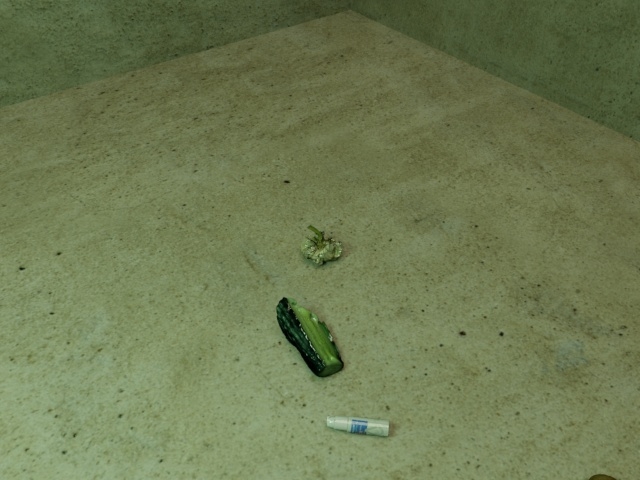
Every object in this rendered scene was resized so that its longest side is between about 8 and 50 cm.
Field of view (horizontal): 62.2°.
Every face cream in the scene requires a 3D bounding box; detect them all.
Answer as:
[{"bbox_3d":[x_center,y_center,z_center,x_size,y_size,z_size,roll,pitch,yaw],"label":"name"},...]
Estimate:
[{"bbox_3d":[0.077,0.385,1.108,0.130,0.034,0.034,6,43,3],"label":"face cream"}]

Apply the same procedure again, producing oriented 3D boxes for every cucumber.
[{"bbox_3d":[-0.029,0.230,1.236,0.085,0.115,0.193,-48,57,11],"label":"cucumber"}]

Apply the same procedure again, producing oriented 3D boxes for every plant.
[{"bbox_3d":[0.000,0.000,1.457,0.117,0.121,0.104,-16,35,-10],"label":"plant"}]

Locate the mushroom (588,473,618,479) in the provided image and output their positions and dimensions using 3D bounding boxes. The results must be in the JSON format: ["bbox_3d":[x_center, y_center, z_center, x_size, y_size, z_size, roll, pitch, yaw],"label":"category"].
[{"bbox_3d":[0.560,0.494,0.984,0.088,0.072,0.130,-9,8,-32],"label":"mushroom"}]
